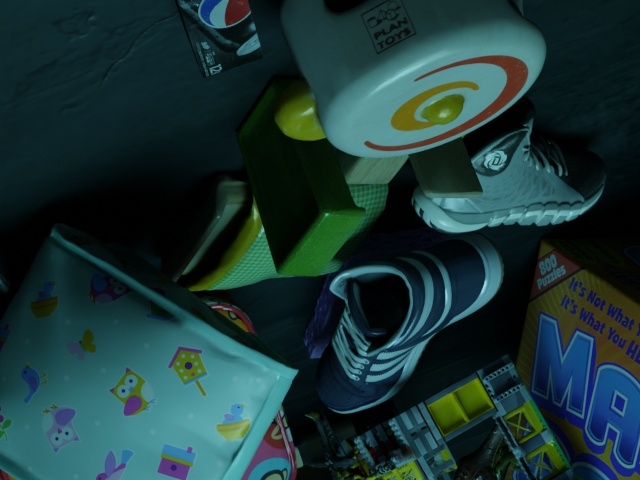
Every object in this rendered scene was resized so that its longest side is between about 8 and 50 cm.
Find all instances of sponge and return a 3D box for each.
[{"bbox_3d":[0.058,0.055,2.001,0.117,0.031,0.210,-9,149,-19],"label":"sponge"}]

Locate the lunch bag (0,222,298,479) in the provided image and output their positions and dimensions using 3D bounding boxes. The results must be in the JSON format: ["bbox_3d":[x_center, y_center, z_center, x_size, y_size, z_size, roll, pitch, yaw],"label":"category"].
[{"bbox_3d":[-0.168,0.143,1.687,0.223,0.262,0.160,-60,159,2],"label":"lunch bag"}]

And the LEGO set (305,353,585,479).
[{"bbox_3d":[0.120,0.276,2.015,0.192,0.255,0.331,-26,-178,-30],"label":"LEGO set"}]

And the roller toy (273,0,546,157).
[{"bbox_3d":[0.073,-0.157,1.500,0.209,0.146,0.191,-9,157,-30],"label":"roller toy"}]

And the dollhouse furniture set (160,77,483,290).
[{"bbox_3d":[0.000,0.000,1.741,0.197,0.151,0.301,-1,146,-32],"label":"dollhouse furniture set"}]

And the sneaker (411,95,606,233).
[{"bbox_3d":[0.202,-0.083,1.805,0.228,0.086,0.132,-14,137,-34],"label":"sneaker"}]

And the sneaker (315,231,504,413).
[{"bbox_3d":[0.046,0.094,1.880,0.153,0.099,0.282,-15,157,-47],"label":"sneaker"}]

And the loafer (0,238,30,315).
[{"bbox_3d":[-0.308,0.029,1.694,0.061,0.062,0.170,-18,151,5],"label":"loafer"}]

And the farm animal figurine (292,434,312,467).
[{"bbox_3d":[-0.062,0.349,2.035,0.172,0.327,0.330,-29,-169,-28],"label":"farm animal figurine"}]

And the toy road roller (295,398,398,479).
[{"bbox_3d":[0.049,0.366,2.312,0.202,0.241,0.329,-21,151,3],"label":"toy road roller"}]

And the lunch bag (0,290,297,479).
[{"bbox_3d":[-0.188,0.173,1.864,0.293,0.258,0.120,-19,-166,-10],"label":"lunch bag"}]

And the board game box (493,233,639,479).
[{"bbox_3d":[0.447,0.218,2.053,0.356,0.356,0.357,-3,113,-29],"label":"board game box"}]

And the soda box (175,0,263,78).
[{"bbox_3d":[-0.088,-0.197,1.439,0.053,0.060,0.169,-20,151,-2],"label":"soda box"}]
